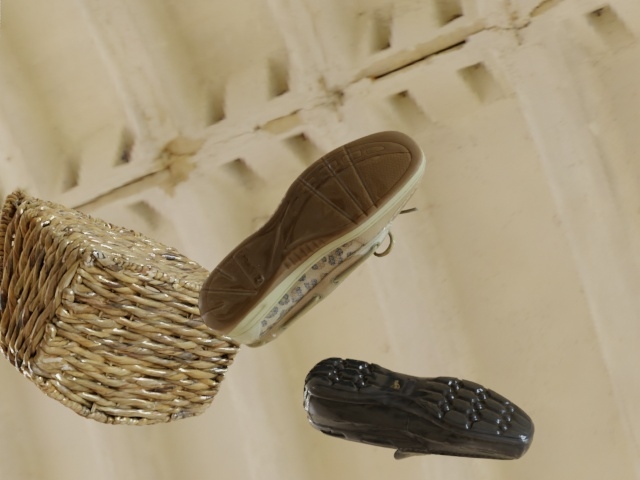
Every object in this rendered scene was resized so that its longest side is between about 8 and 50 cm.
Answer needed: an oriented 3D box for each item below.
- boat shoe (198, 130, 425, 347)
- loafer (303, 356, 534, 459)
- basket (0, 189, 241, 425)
[{"bbox_3d":[0.000,0.000,1.211,0.285,0.089,0.104,-39,-130,12],"label":"boat shoe"},{"bbox_3d":[0.090,0.170,1.105,0.223,0.076,0.078,11,-57,18],"label":"loafer"},{"bbox_3d":[-0.278,0.099,1.500,0.223,0.299,0.213,30,-84,43],"label":"basket"}]
